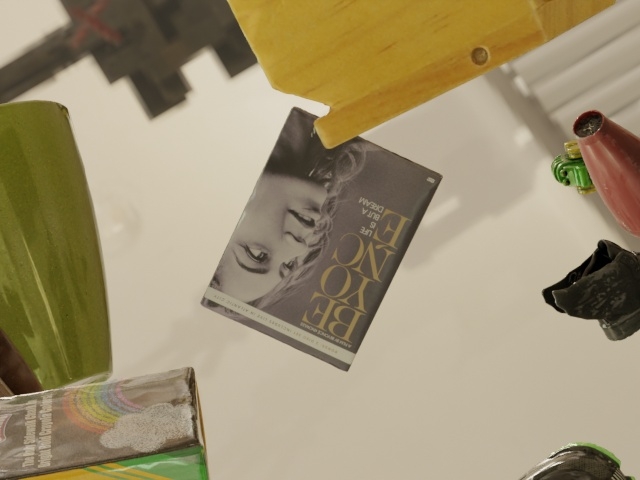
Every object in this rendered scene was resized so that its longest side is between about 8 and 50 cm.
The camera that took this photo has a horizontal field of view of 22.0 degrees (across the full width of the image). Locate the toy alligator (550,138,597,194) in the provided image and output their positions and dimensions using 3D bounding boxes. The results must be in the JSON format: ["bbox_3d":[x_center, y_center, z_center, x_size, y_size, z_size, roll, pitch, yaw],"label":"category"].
[{"bbox_3d":[0.300,-0.080,1.937,0.189,0.051,0.056,-78,-28,-76],"label":"toy alligator"}]

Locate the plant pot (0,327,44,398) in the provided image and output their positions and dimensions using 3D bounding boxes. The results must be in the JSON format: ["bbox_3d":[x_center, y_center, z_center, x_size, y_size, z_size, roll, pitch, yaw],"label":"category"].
[{"bbox_3d":[-0.365,0.155,1.551,0.167,0.165,0.167,54,180,0],"label":"plant pot"}]

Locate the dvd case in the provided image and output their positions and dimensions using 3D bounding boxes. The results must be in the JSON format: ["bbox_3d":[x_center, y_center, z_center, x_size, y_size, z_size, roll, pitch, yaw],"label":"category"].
[{"bbox_3d":[0.000,0.000,1.634,0.165,0.221,0.018,25,-170,-3],"label":"dvd case"}]

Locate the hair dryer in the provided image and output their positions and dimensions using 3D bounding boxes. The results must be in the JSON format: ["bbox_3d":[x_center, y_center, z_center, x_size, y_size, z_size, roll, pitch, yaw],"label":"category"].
[{"bbox_3d":[0.370,-0.112,1.775,0.080,0.294,0.223,10,104,47],"label":"hair dryer"}]

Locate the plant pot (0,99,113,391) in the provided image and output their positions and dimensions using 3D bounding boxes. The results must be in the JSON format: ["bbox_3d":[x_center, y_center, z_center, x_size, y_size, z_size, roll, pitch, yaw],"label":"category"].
[{"bbox_3d":[-0.346,0.040,1.793,0.275,0.275,0.293,96,150,-80],"label":"plant pot"}]

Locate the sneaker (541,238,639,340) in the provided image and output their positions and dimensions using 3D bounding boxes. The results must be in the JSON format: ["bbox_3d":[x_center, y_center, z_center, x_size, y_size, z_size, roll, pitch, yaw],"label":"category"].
[{"bbox_3d":[0.296,0.029,1.561,0.089,0.170,0.051,54,168,-18],"label":"sneaker"}]

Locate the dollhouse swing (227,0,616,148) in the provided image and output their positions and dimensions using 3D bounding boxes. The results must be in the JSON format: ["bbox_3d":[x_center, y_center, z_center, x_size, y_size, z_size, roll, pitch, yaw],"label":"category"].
[{"bbox_3d":[0.093,-0.322,1.463,0.346,0.315,0.305,62,-153,-5],"label":"dollhouse swing"}]

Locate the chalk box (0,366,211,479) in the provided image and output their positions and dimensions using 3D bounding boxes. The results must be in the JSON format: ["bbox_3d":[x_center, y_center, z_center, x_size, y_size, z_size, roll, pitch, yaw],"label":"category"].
[{"bbox_3d":[-0.174,0.180,1.064,0.132,0.213,0.132,-110,11,-70],"label":"chalk box"}]

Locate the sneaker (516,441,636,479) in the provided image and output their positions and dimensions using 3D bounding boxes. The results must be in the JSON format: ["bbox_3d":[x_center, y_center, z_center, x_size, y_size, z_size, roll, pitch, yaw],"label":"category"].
[{"bbox_3d":[0.112,0.379,1.414,0.185,0.483,0.202,40,178,18],"label":"sneaker"}]
